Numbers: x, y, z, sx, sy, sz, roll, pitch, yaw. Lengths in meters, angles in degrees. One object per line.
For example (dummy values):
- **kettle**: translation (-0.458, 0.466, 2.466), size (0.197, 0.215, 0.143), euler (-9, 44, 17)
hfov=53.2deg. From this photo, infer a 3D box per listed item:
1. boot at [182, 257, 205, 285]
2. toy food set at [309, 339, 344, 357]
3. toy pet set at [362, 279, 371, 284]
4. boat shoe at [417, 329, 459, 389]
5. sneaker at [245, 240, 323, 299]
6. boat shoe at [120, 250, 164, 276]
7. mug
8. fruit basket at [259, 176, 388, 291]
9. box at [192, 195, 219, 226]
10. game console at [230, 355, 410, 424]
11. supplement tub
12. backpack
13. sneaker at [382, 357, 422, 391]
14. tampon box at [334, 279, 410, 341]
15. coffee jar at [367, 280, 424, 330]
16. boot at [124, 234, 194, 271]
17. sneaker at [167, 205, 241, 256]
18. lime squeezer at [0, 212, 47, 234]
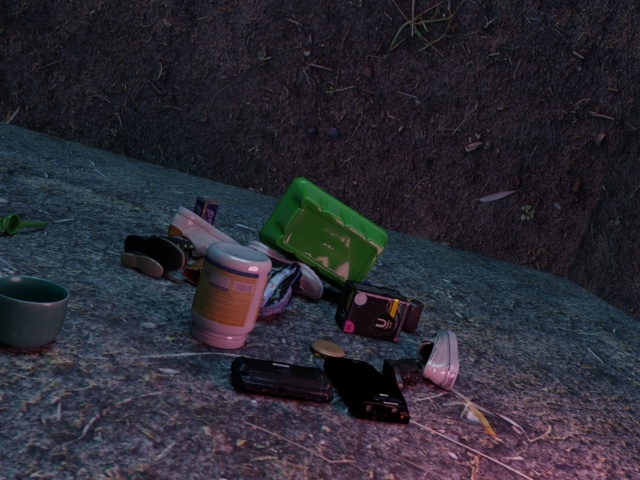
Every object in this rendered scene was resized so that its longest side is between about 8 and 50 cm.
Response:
- **boot**: translation (-0.263, 0.103, 1.736), size (0.197, 0.073, 0.152), euler (16, 14, 18)
- **toy food set**: translation (0.016, 0.255, 1.489), size (0.082, 0.020, 0.083), euler (15, 11, -6)
- **toy pet set**: translation (0.187, 0.175, 2.044), size (0.114, 0.065, 0.122), euler (21, 11, 21)
- **boat shoe**: translation (0.282, 0.283, 1.587), size (0.088, 0.096, 0.267), euler (22, 19, 2)
- **sneaker**: translation (-0.125, 0.112, 1.891), size (0.281, 0.105, 0.115), euler (25, 48, 15)
- **boat shoe**: translation (-0.462, 0.058, 1.681), size (0.133, 0.049, 0.042), euler (16, 18, 21)
- **mug**: translation (-0.511, 0.127, 1.124), size (0.129, 0.097, 0.158), euler (18, 10, 10)
- **fruit basket**: translation (0.000, 0.000, 2.048), size (0.392, 0.283, 0.392), euler (33, 5, -3)
- **box**: translation (-0.382, -0.053, 2.050), size (0.054, 0.169, 0.059), euler (6, 14, -45)
- **game console**: translation (-0.003, 0.281, 1.274), size (0.361, 0.044, 0.213), euler (13, 9, -20)
- **supplement tub**: translation (-0.197, 0.117, 1.380), size (0.144, 0.200, 0.144), euler (17, 10, -3)
- **backpack**: translation (-0.146, 0.127, 1.640), size (0.158, 0.117, 0.173), euler (18, 43, 10)
- **sneaker**: translation (0.192, 0.302, 1.438), size (0.089, 0.051, 0.170), euler (11, 8, -7)
- **tampon box**: translation (0.139, 0.191, 1.738), size (0.161, 0.121, 0.101), euler (13, 10, -17)
- **coffee jar**: translation (0.215, 0.195, 1.902), size (0.184, 0.096, 0.079), euler (25, 16, 34)
- **boot**: translation (-0.408, 0.030, 1.780), size (0.236, 0.085, 0.178), euler (13, 6, 36)
- **sneaker**: translation (-0.351, 0.017, 1.992), size (0.290, 0.123, 0.106), euler (35, -11, -28)
- **lime squeezer**: translation (-0.836, -0.040, 1.651), size (0.110, 0.059, 0.310), euler (-14, -11, 41)
